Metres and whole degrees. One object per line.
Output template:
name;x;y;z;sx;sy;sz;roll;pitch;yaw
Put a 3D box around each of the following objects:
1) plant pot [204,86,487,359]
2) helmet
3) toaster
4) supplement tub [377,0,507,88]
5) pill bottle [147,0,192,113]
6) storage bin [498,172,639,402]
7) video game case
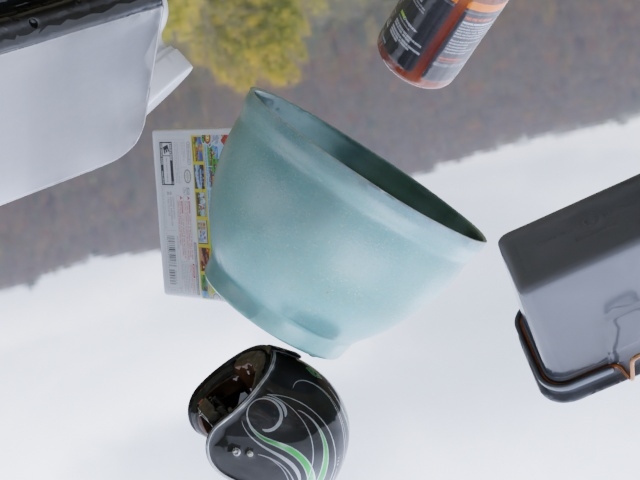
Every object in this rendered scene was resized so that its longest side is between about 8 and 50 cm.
plant pot;0.000;0.000;1.298;0.196;0.293;0.293;-57;-174;9
helmet;-0.050;0.209;1.305;0.169;0.161;0.169;-35;-159;15
toaster;-0.200;-0.103;0.649;0.168;0.110;0.186;34;-137;30
supplement tub;0.149;-0.269;1.384;0.106;0.106;0.198;-21;157;-39
pill bottle;-0.235;-0.218;1.086;0.146;0.264;0.146;-43;-173;6
storage bin;0.174;0.026;0.740;0.135;0.091;0.098;-25;-140;10
video game case;-0.138;-0.033;1.604;0.206;0.227;0.026;4;-170;44
